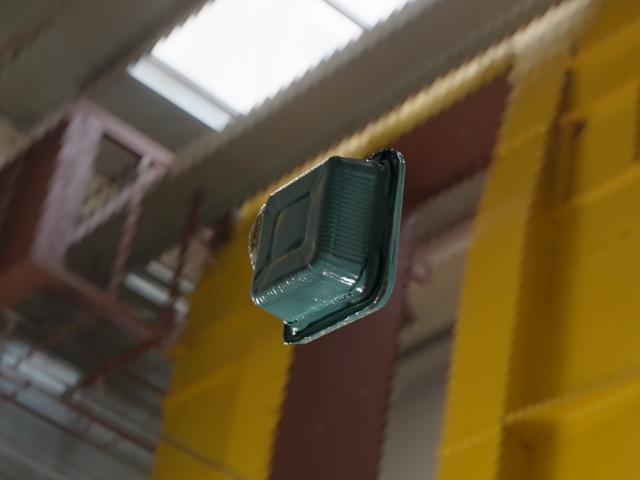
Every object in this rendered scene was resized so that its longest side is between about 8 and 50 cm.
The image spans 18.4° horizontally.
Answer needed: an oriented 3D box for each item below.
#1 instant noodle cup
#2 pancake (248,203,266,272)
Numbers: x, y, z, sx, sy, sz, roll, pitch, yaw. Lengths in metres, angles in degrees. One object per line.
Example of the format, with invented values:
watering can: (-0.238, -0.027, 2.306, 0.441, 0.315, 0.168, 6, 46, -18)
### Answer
instant noodle cup: (0.000, 0.000, 1.787, 0.179, 0.070, 0.157, -30, -133, 55)
pancake: (-0.012, 0.014, 2.133, 0.025, 0.152, 0.151, -17, -133, 56)
